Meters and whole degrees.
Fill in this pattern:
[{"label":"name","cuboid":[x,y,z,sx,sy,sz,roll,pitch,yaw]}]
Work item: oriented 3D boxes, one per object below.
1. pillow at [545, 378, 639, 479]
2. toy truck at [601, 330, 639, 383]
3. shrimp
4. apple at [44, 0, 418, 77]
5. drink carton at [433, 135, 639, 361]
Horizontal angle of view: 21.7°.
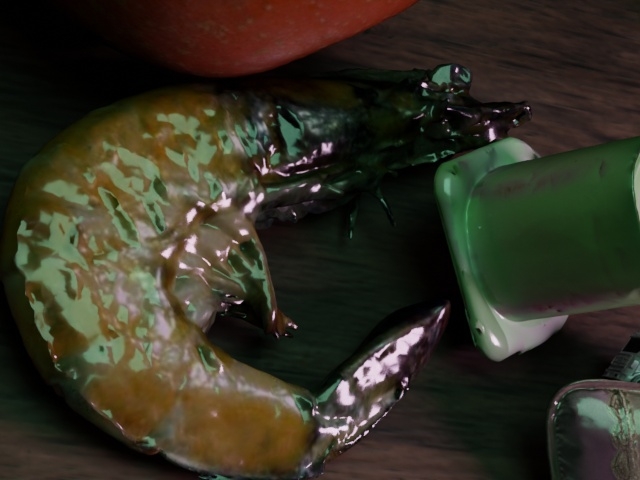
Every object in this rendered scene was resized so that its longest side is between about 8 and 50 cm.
[{"label":"pillow","cuboid":[0.261,0.151,1.133,0.233,0.038,0.130,-3,88,-13]},{"label":"toy truck","cuboid":[0.265,0.108,1.182,0.123,0.052,0.062,31,85,-8]},{"label":"shrimp","cuboid":[0.000,0.000,1.106,0.445,0.085,0.272,-23,81,-37]},{"label":"apple","cuboid":[-0.058,-0.271,1.091,0.348,0.349,0.277,-55,136,-39]},{"label":"drink carton","cuboid":[0.184,-0.007,1.131,0.144,0.142,0.146,-23,98,-51]}]
